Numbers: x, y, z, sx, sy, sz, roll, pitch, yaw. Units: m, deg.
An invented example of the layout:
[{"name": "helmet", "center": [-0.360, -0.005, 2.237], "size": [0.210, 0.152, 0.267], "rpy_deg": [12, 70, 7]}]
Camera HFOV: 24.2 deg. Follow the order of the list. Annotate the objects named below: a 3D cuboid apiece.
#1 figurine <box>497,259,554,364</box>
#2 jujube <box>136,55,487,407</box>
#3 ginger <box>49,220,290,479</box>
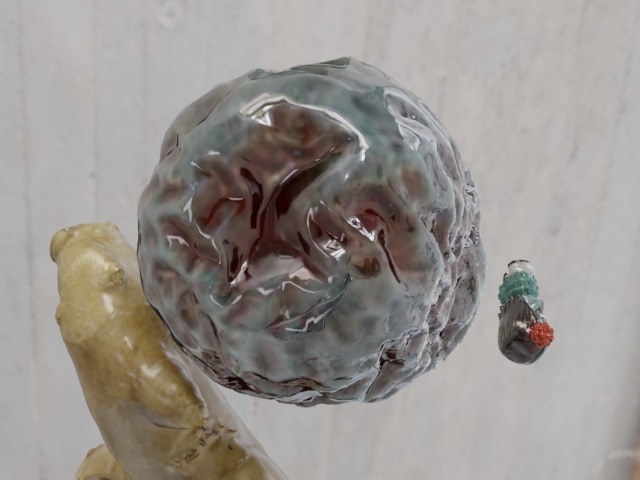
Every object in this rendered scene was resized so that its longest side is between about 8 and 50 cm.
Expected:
[{"name": "figurine", "center": [0.187, 0.064, 1.363], "size": [0.047, 0.106, 0.060], "rpy_deg": [22, 133, -22]}, {"name": "jujube", "center": [0.000, 0.000, 0.960], "size": [0.226, 0.226, 0.317], "rpy_deg": [-59, 171, 3]}, {"name": "ginger", "center": [-0.076, 0.182, 1.105], "size": [0.122, 0.363, 0.348], "rpy_deg": [-40, 143, -23]}]
